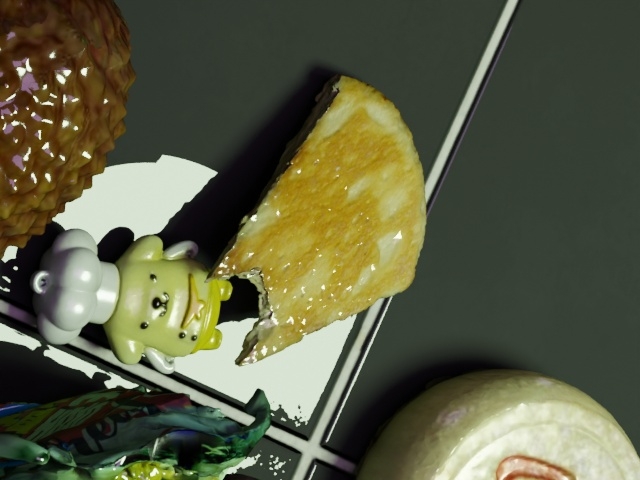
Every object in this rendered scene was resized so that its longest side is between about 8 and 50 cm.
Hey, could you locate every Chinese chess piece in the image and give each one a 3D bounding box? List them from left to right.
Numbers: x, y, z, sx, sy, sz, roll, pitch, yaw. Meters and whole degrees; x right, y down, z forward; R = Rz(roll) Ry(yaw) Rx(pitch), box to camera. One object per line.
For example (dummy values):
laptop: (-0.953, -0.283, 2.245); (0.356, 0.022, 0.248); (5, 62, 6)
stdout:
Chinese chess piece: (0.153, 0.243, 1.620); (0.270, 0.112, 0.270); (-4, 99, -27)

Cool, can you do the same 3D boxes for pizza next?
pizza: (0.000, 0.000, 1.530); (0.262, 0.034, 0.181); (-50, 122, -27)

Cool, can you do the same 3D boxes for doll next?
doll: (-0.148, 0.045, 1.456); (0.162, 0.062, 0.106); (11, 86, -28)

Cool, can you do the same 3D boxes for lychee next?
lychee: (-0.263, -0.095, 1.278); (0.267, 0.267, 0.267); (-4, 98, -28)

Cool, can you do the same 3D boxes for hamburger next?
hamburger: (-0.178, 0.189, 1.336); (0.261, 0.276, 0.150); (-11, 93, -29)

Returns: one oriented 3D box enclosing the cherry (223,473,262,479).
cherry: (-0.080, 0.285, 1.448); (0.184, 0.266, 0.213); (27, 80, 8)
